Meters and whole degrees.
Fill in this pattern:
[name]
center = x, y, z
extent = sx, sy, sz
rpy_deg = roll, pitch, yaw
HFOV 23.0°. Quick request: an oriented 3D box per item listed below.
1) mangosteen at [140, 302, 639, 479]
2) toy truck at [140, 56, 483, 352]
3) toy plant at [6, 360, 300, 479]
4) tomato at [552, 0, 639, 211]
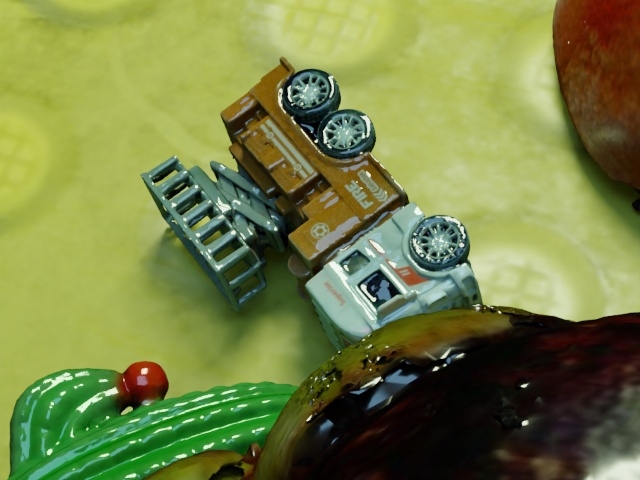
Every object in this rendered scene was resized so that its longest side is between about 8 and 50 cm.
[mangosteen]
center = 0.077, 0.212, 0.541
extent = 0.421, 0.381, 0.381
rpy_deg = 3, 58, 22
[toy truck]
center = 0.000, 0.000, 0.845
extent = 0.115, 0.080, 0.178
rpy_deg = -36, 61, -9
[toy plant]
center = -0.045, 0.133, 0.766
extent = 0.240, 0.088, 0.155
rpy_deg = 4, 63, -8
[tomato]
center = 0.276, -0.144, 0.848
extent = 0.309, 0.170, 0.309
rpy_deg = -2, 60, 4
